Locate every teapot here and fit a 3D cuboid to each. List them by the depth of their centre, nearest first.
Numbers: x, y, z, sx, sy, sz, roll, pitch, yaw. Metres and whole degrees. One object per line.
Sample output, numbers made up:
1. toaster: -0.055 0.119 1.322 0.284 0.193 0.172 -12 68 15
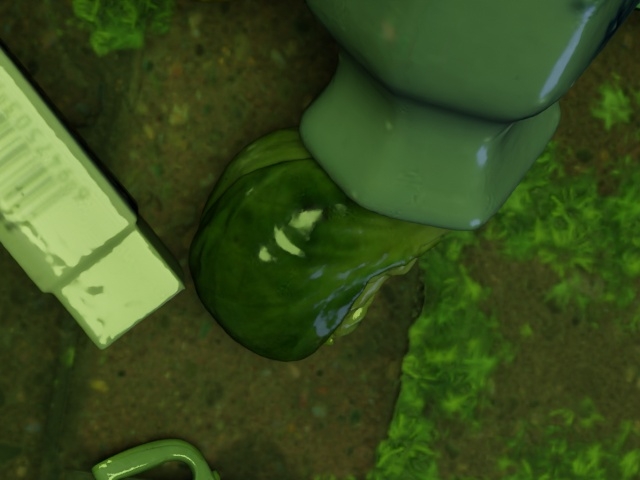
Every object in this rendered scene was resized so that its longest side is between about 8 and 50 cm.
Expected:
1. teapot: -0.099 0.206 0.982 0.091 0.092 0.124 -25 106 -23

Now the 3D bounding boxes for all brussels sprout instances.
1. brussels sprout: -0.006 -0.005 0.950 0.145 0.131 0.183 40 96 -14

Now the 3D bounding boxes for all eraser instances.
1. eraser: -0.205 -0.061 0.915 0.081 0.124 0.279 -39 100 -3

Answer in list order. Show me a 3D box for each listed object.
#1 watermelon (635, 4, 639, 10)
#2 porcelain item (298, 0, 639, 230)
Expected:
1. watermelon: 0.198 -0.291 0.930 0.224 0.180 0.305 -31 109 -5
2. porcelain item: 0.113 -0.204 0.788 0.178 0.405 0.242 31 48 13
